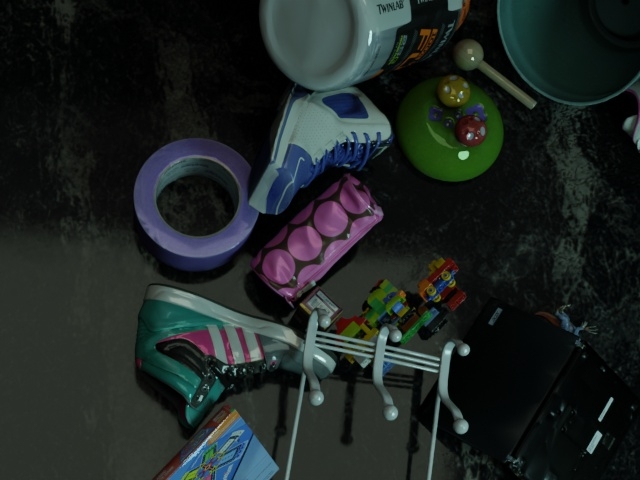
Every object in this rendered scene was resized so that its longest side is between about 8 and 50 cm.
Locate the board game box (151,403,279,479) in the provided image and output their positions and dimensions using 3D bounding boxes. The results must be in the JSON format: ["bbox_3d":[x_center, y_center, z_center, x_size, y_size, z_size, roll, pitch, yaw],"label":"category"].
[{"bbox_3d":[-0.188,0.370,1.477,0.281,0.027,0.145,-45,129,-19],"label":"board game box"}]

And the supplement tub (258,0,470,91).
[{"bbox_3d":[0.080,-0.356,1.642,0.207,0.207,0.338,53,40,8],"label":"supplement tub"}]

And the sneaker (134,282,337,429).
[{"bbox_3d":[-0.135,0.190,1.538,0.295,0.124,0.179,19,72,-4],"label":"sneaker"}]

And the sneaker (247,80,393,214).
[{"bbox_3d":[0.016,-0.156,1.638,0.182,0.127,0.316,27,45,-8],"label":"sneaker"}]

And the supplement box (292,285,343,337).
[{"bbox_3d":[-0.005,0.109,1.606,0.055,0.083,0.043,43,71,5],"label":"supplement box"}]

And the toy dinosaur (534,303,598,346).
[{"bbox_3d":[0.394,0.142,1.701,0.090,0.047,0.082,-15,84,20],"label":"toy dinosaur"}]

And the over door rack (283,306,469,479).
[{"bbox_3d":[0.072,0.276,1.500,0.239,0.108,0.324,14,86,-17],"label":"over door rack"}]

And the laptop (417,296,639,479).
[{"bbox_3d":[0.326,0.260,1.655,0.264,0.136,0.234,44,70,-22],"label":"laptop"}]

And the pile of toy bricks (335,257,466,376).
[{"bbox_3d":[0.113,0.101,1.633,0.212,0.118,0.105,-44,56,-3],"label":"pile of toy bricks"}]

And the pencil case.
[{"bbox_3d":[0.000,0.000,1.606,0.209,0.095,0.098,-45,49,4],"label":"pencil case"}]

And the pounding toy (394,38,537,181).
[{"bbox_3d":[0.235,-0.215,1.734,0.183,0.110,0.237,40,71,4],"label":"pounding toy"}]

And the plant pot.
[{"bbox_3d":[0.463,-0.383,1.758,0.196,0.293,0.293,-22,77,-43],"label":"plant pot"}]

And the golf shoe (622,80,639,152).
[{"bbox_3d":[0.583,-0.157,1.793,0.140,0.115,0.306,-13,79,15],"label":"golf shoe"}]

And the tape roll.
[{"bbox_3d":[-0.187,-0.053,1.627,0.188,0.080,0.189,3,73,-8],"label":"tape roll"}]
